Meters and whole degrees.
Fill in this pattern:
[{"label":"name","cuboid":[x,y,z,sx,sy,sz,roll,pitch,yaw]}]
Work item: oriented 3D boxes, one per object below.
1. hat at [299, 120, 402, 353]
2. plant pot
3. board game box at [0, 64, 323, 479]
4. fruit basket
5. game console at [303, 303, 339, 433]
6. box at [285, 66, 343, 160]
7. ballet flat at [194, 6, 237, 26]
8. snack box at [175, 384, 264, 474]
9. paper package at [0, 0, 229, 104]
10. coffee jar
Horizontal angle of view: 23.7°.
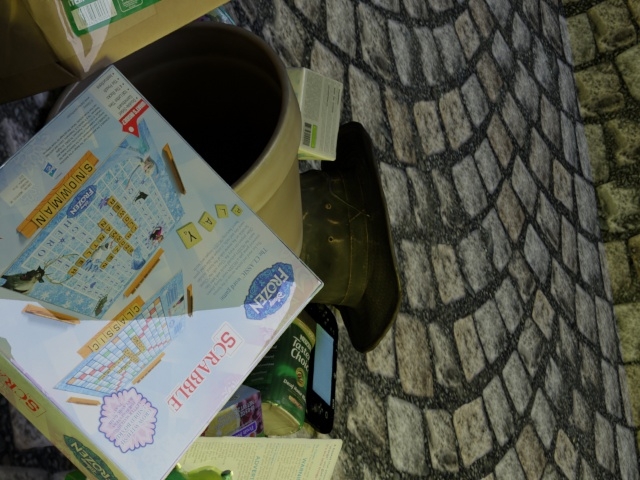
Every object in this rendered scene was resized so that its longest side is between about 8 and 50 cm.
[{"label":"hat","cuboid":[0.000,0.000,2.150,0.134,0.331,0.331,-4,77,-19]},{"label":"plant pot","cuboid":[-0.152,-0.065,1.911,0.280,0.323,0.323,65,26,-51]},{"label":"board game box","cuboid":[-0.199,0.040,1.490,0.318,0.066,0.318,47,54,-8]},{"label":"fruit basket","cuboid":[-0.152,0.365,1.722,0.353,0.165,0.327,6,104,-49]},{"label":"game console","cuboid":[0.009,0.122,2.315,0.213,0.044,0.361,39,45,-45]},{"label":"box","cuboid":[-0.085,-0.175,2.108,0.103,0.203,0.114,14,80,-58]},{"label":"ballet flat","cuboid":[-0.135,-0.258,2.227,0.221,0.077,0.079,53,56,-34]},{"label":"snack box","cuboid":[-0.144,0.295,1.834,0.174,0.070,0.207,-25,120,-40]},{"label":"paper package","cuboid":[-0.274,-0.286,1.705,0.325,0.309,0.168,-36,109,-42]},{"label":"coffee jar","cuboid":[-0.058,0.174,2.138,0.096,0.079,0.184,46,40,-41]}]
